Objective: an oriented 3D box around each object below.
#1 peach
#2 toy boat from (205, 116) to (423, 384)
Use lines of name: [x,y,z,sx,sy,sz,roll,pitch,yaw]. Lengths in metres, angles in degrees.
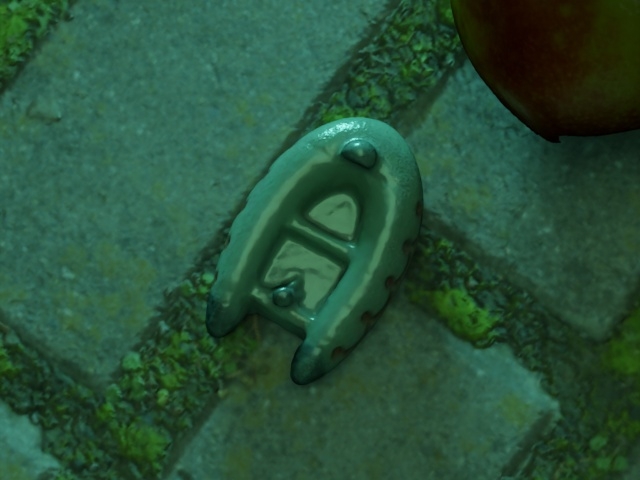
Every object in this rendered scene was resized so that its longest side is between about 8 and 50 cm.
peach: [0.207,-0.185,1.412,0.231,0.231,0.231,-1,77,3]
toy boat: [0.000,0.000,1.449,0.134,0.079,0.208,30,81,12]
